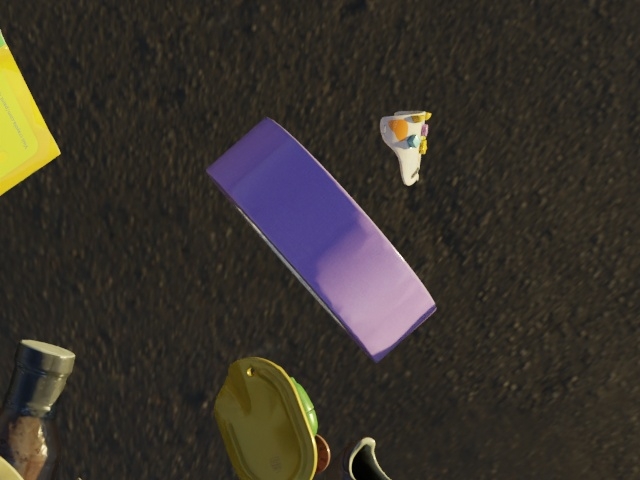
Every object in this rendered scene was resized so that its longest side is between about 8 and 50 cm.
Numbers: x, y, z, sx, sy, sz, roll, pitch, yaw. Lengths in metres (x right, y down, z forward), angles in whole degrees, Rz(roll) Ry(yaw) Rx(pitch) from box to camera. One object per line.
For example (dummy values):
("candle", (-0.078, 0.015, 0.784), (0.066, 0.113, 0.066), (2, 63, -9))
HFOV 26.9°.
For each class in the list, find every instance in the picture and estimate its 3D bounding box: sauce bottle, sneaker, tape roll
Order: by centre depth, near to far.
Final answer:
("sneaker", (0.057, 0.270, 1.275), (0.066, 0.071, 0.188), (4, 37, -35))
("tape roll", (0.000, 0.000, 1.422), (0.090, 0.275, 0.275), (-42, 82, -3))
("sauce bottle", (-0.372, 0.292, 1.601), (0.111, 0.111, 0.344), (18, 90, -3))

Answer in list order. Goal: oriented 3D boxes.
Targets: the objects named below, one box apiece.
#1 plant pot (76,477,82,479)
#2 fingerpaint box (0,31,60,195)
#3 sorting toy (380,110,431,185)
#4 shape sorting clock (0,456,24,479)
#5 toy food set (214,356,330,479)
("plant pot", (-0.157, 0.249, 0.937), (0.096, 0.109, 0.109), (-45, 110, -10))
("fingerpaint box", (-0.595, -0.206, 1.682), (0.371, 0.445, 0.163), (-40, 38, -26))
("sorting toy", (0.094, -0.098, 1.417), (0.045, 0.083, 0.075), (-1, 99, 14))
("shape sorting clock", (-0.323, 0.252, 1.073), (0.206, 0.040, 0.206), (0, 95, -4))
("toy food set", (-0.047, 0.244, 1.647), (0.071, 0.128, 0.218), (-12, 82, -58))
